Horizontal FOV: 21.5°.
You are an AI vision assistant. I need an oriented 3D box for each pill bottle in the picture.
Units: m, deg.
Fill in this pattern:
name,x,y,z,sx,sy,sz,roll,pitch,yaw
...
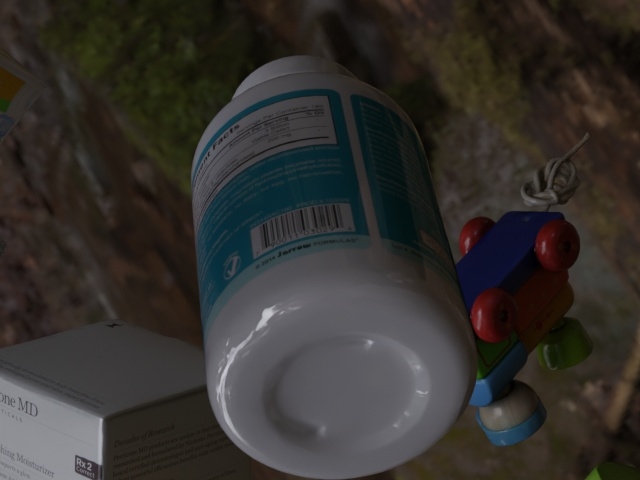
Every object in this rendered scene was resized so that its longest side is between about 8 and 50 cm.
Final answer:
name,x,y,z,sx,sy,sz,roll,pitch,yaw
pill bottle,0.000,0.000,0.980,0.264,0.146,0.146,-99,-4,-51

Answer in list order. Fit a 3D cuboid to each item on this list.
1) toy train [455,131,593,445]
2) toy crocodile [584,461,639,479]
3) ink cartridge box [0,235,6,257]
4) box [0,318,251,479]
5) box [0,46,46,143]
name,x,y,z,sx,sy,sz,roll,pitch,yaw
toy train,0.183,0.041,1.372,0.105,0.248,0.143,4,130,49
toy crocodile,0.267,0.278,1.030,0.105,0.115,0.340,24,-149,-54
ink cartridge box,-0.264,0.035,0.753,0.100,0.237,0.172,-13,129,30
box,-0.179,0.158,1.436,0.181,0.182,0.119,17,110,39
box,-0.298,-0.120,1.167,0.103,0.114,0.203,40,-178,18
